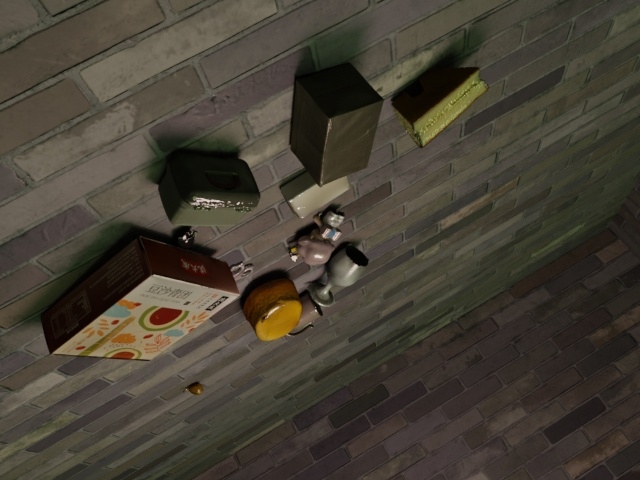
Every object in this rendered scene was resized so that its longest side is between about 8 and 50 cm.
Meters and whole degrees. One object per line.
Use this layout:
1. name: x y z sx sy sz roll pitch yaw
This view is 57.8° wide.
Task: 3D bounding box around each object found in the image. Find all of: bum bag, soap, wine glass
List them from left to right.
1. bum bag: -0.366 0.012 1.553 0.058 0.034 0.124 -13 149 -32
2. soap: -0.012 -0.147 1.637 0.183 0.063 0.121 -32 152 -3
3. wine glass: 0.065 0.129 2.103 0.127 0.126 0.241 0 142 -46

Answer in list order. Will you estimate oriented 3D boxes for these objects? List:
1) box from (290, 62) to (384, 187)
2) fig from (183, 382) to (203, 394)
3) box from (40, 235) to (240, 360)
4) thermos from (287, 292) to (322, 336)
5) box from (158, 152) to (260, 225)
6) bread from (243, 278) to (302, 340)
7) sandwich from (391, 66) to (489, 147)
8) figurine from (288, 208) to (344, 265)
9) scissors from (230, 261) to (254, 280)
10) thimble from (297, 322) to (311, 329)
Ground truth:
1. box: 0.030 -0.274 1.381 0.149 0.155 0.231 -24 150 -22
2. fig: -0.518 0.606 2.354 0.083 0.050 0.050 -2 140 -30
3. box: -0.478 0.177 1.570 0.385 0.122 0.345 -36 153 18
4. thermos: -0.090 0.303 2.226 0.193 0.105 0.137 -31 117 7
5. box: -0.258 -0.114 1.348 0.210 0.147 0.129 0 146 -43
6. bread: -0.166 0.236 2.013 0.196 0.142 0.269 -18 148 -21
7. sandwich: 0.315 -0.376 1.544 0.236 0.128 0.122 -39 148 10
8. figurine: 0.000 0.000 1.849 0.137 0.112 0.229 13 119 -48
9. scissors: -0.294 0.134 1.854 0.189 0.015 0.100 -41 150 20
10. thimble: -0.069 0.307 2.319 0.110 0.062 0.084 -20 153 -22
